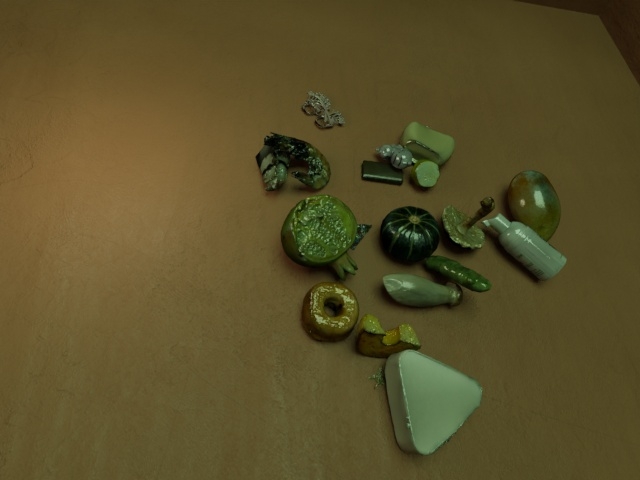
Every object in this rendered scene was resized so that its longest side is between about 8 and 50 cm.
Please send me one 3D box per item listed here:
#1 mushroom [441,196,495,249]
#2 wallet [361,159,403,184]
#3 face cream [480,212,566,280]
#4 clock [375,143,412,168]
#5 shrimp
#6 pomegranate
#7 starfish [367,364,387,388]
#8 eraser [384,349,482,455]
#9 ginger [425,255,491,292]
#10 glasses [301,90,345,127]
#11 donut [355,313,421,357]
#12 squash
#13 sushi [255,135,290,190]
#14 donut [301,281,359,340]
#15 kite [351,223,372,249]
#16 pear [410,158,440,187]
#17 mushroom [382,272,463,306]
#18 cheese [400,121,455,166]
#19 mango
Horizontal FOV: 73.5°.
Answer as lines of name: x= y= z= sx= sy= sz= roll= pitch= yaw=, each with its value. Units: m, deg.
mushroom: x=0.664 y=-0.065 z=1.831 sx=0.233 sy=0.301 sz=0.208 roll=-3 pitch=88 yaw=-31
wallet: x=0.292 y=-0.323 z=2.034 sx=0.198 sy=0.031 sz=0.110 roll=6 pitch=59 yaw=-9
face cream: x=0.887 y=0.005 z=1.896 sx=0.369 sy=0.145 sz=0.145 roll=43 pitch=61 yaw=6
clock: x=0.349 y=-0.400 z=2.032 sx=0.117 sy=0.080 sz=0.176 roll=-10 pitch=40 yaw=-31
shrimp: x=-0.090 y=-0.347 z=1.868 sx=0.365 sy=0.071 sz=0.233 roll=13 pitch=58 yaw=-42
pomegranate: x=0.000 y=0.000 z=1.697 sx=0.309 sy=0.216 sz=0.359 roll=-40 pitch=106 yaw=-28
starfish: x=0.214 y=0.497 z=1.561 sx=0.092 sy=0.016 sz=0.086 roll=1 pitch=59 yaw=-9
eraser: x=0.399 y=0.546 z=1.486 sx=0.331 sy=0.150 sz=0.331 roll=5 pitch=67 yaw=-12
ginger: x=0.553 y=0.129 z=1.734 sx=0.137 sy=0.290 sz=0.089 roll=37 pitch=85 yaw=-33
glasses: x=0.016 y=-0.668 z=2.136 sx=0.162 sy=0.095 sz=0.255 roll=-28 pitch=72 yaw=-34
donut: x=0.219 y=0.361 z=1.565 sx=0.259 sy=0.152 sz=0.101 roll=19 pitch=42 yaw=-26
squash: x=0.375 y=-0.031 z=1.802 sx=0.252 sy=0.165 sz=0.252 roll=3 pitch=45 yaw=-3
sushi: x=-0.185 y=-0.313 z=1.880 sx=0.109 sy=0.134 sz=0.273 roll=17 pitch=42 yaw=-40
donut: x=0.036 y=0.261 z=1.598 sx=0.226 sy=0.114 sz=0.227 roll=6 pitch=58 yaw=-11
kite: x=0.117 y=-0.043 z=1.848 sx=0.232 sy=0.009 sz=0.189 roll=-3 pitch=62 yaw=-14
pear: x=0.491 y=-0.316 z=2.032 sx=0.141 sy=0.104 sz=0.141 roll=0 pitch=94 yaw=-6
mushroom: x=0.403 y=0.200 z=1.707 sx=0.350 sy=0.128 sz=0.128 roll=7 pitch=59 yaw=-15
cheese: x=0.526 y=-0.476 z=2.121 sx=0.266 sy=0.127 sz=0.233 roll=28 pitch=56 yaw=1
mango: x=0.999 y=-0.155 z=2.008 sx=0.221 sy=0.199 sz=0.384 roll=8 pitch=72 yaw=-13
